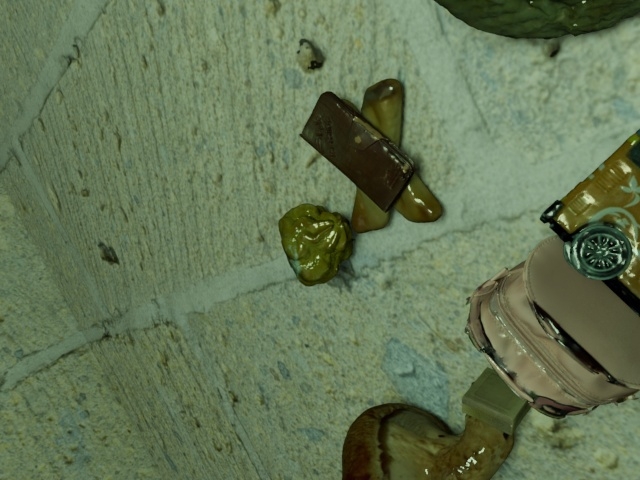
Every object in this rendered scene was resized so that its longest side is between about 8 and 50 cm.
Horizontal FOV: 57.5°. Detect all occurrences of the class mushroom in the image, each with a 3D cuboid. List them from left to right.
[{"bbox_3d":[0.154,0.371,0.919,0.267,0.267,0.255,26,129,33],"label":"mushroom"}]

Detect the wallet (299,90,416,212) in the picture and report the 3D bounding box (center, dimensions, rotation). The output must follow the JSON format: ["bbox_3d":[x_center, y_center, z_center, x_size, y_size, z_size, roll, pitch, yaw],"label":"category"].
[{"bbox_3d":[0.049,-0.126,0.820,0.176,0.026,0.095,45,134,14],"label":"wallet"}]

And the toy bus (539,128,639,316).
[{"bbox_3d":[0.363,0.027,0.554,0.167,0.138,0.275,-45,76,14],"label":"toy bus"}]

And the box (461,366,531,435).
[{"bbox_3d":[0.258,0.233,0.854,0.083,0.079,0.035,19,127,37],"label":"box"}]

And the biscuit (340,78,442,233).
[{"bbox_3d":[0.083,-0.116,0.847,0.164,0.047,0.208,-7,108,48],"label":"biscuit"}]

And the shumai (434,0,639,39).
[{"bbox_3d":[0.214,-0.329,0.538,0.271,0.204,0.222,19,161,-8],"label":"shumai"}]

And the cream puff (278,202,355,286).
[{"bbox_3d":[0.000,0.000,0.954,0.116,0.146,0.146,-23,98,9],"label":"cream puff"}]

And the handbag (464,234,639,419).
[{"bbox_3d":[0.287,0.100,0.679,0.205,0.179,0.116,47,145,15],"label":"handbag"}]
